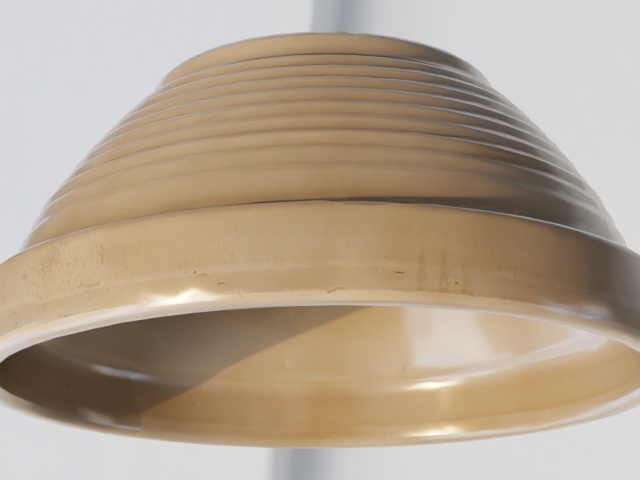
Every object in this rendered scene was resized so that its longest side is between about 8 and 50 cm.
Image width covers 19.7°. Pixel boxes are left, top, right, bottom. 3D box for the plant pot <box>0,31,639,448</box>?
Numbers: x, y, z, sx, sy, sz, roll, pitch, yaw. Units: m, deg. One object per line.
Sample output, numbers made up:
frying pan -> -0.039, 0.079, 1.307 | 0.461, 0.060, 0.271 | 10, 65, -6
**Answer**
plant pot -> 0.000, 0.000, 0.637 | 0.237, 0.109, 0.237 | -1, 163, 0
